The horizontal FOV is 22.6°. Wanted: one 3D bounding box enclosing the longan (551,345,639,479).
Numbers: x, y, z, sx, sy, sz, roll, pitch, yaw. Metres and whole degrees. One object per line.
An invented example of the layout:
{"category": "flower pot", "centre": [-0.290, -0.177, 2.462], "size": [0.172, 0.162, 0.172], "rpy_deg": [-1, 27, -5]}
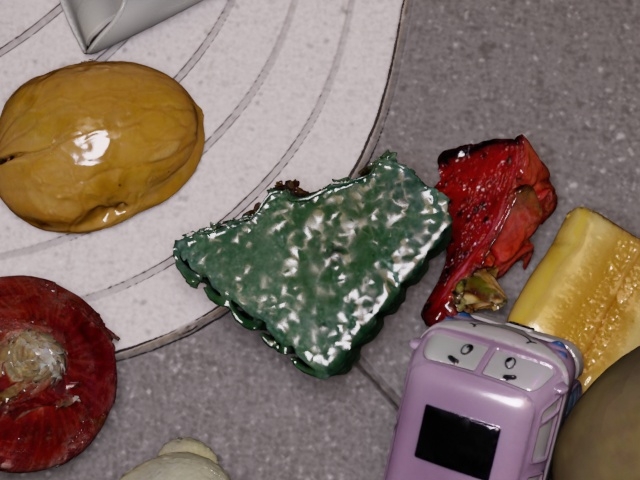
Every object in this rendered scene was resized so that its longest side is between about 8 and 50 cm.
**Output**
{"category": "longan", "centre": [0.340, 0.217, 1.324], "size": [0.350, 0.288, 0.288], "rpy_deg": [33, 73, -40]}

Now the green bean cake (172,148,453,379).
{"category": "green bean cake", "centre": [0.000, 0.000, 1.448], "size": [0.193, 0.107, 0.208], "rpy_deg": [39, 92, 15]}

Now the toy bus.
{"category": "toy bus", "centre": [0.138, 0.172, 1.380], "size": [0.142, 0.142, 0.202], "rpy_deg": [17, 102, 23]}

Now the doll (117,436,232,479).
{"category": "doll", "centre": [-0.081, 0.311, 1.390], "size": [0.278, 0.175, 0.149], "rpy_deg": [42, 117, 5]}

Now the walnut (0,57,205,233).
{"category": "walnut", "centre": [-0.211, -0.102, 1.491], "size": [0.211, 0.087, 0.167], "rpy_deg": [-21, 75, -7]}

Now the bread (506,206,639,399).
{"category": "bread", "centre": [0.250, 0.064, 1.473], "size": [0.134, 0.085, 0.173], "rpy_deg": [33, 77, 3]}

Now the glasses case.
{"category": "glasses case", "centre": [-0.118, -0.300, 1.542], "size": [0.308, 0.083, 0.128], "rpy_deg": [-30, 81, -9]}

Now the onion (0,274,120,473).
{"category": "onion", "centre": [-0.255, 0.110, 1.409], "size": [0.184, 0.147, 0.184], "rpy_deg": [10, 68, -26]}

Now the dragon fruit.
{"category": "dragon fruit", "centre": [0.141, -0.007, 1.481], "size": [0.122, 0.092, 0.192], "rpy_deg": [27, 77, 4]}
